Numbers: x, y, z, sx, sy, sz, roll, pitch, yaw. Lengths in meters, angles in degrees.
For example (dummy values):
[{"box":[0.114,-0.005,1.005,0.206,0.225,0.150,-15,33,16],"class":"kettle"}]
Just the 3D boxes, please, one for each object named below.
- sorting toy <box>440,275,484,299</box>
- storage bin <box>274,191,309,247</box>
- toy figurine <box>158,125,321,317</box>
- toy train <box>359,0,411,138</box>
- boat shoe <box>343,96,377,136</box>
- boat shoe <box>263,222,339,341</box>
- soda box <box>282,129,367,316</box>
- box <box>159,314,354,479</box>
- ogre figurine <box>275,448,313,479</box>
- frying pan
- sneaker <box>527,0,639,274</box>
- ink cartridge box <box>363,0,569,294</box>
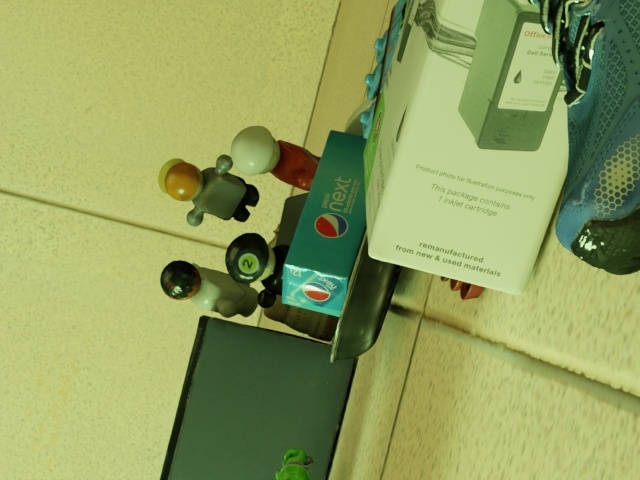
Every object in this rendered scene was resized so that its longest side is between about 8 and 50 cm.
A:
[{"box":[0.110,-0.002,1.177,0.102,0.042,0.061,-81,8,-48],"class":"sorting toy"},{"box":[0.000,0.000,1.901,0.098,0.091,0.135,41,-129,-45],"class":"storage bin"},{"box":[-0.095,-0.017,1.819,0.210,0.148,0.213,-14,67,41],"class":"toy figurine"},{"box":[0.095,-0.175,1.605,0.105,0.080,0.184,125,159,-59],"class":"toy train"},{"box":[0.061,-0.119,1.791,0.219,0.078,0.070,110,171,-60],"class":"boat shoe"},{"box":[-0.020,0.012,2.086,0.341,0.110,0.121,-88,13,-64],"class":"boat shoe"},{"box":[0.018,-0.022,1.642,0.067,0.071,0.210,95,-170,-47],"class":"soda box"},{"box":[-0.098,0.275,1.851,0.312,0.179,0.343,159,125,-84],"class":"box"},{"box":[-0.038,0.324,1.575,0.197,0.097,0.118,-64,-6,2],"class":"ogre figurine"},{"box":[0.060,0.023,1.579,0.326,0.053,0.197,-41,-32,-79],"class":"frying pan"},{"box":[0.132,-0.130,0.743,0.129,0.147,0.330,112,170,-55],"class":"sneaker"},{"box":[0.119,-0.132,1.035,0.198,0.115,0.272,-89,14,-67],"class":"ink cartridge box"}]
